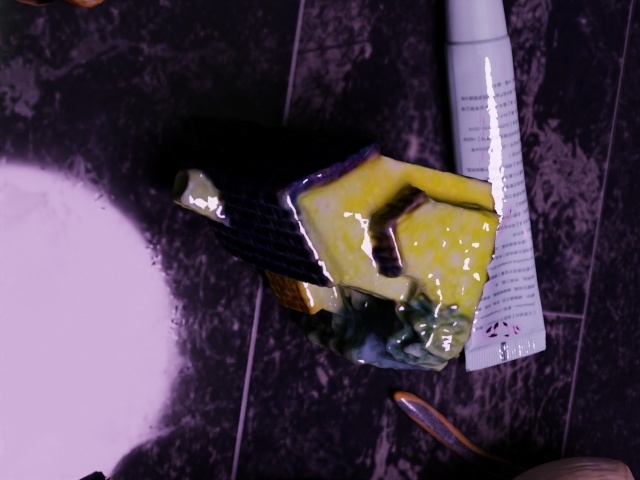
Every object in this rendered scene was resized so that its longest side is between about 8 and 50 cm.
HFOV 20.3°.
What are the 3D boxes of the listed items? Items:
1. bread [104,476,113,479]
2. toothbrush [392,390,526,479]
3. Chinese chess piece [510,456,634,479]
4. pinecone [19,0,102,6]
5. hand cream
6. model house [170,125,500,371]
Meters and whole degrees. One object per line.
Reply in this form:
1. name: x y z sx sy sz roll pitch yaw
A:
1. bread: -0.188 0.225 1.414 0.083 0.036 0.047 -27 105 -25
2. toothbrush: 0.178 0.217 1.616 0.321 0.023 0.031 39 75 -27
3. Chinese chess piece: 0.235 0.349 1.488 0.140 0.338 0.338 -16 107 10
4. pinecone: -0.211 -0.358 1.147 0.397 0.398 0.398 -4 98 -28
5. hand cream: 0.148 -0.052 1.543 0.085 0.058 0.331 -14 103 -28
6. model house: 0.000 0.000 1.395 0.211 0.194 0.170 18 90 -30
